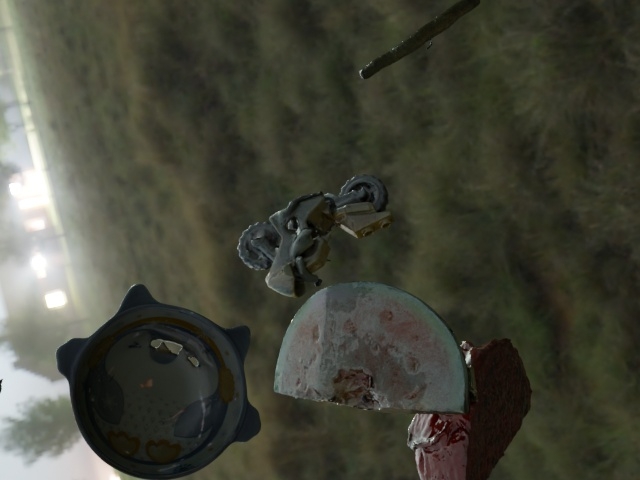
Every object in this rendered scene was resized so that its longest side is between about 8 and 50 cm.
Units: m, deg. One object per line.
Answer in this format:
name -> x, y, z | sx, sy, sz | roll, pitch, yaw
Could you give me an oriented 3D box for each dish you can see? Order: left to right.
dish -> -0.188, 0.172, 1.280 | 0.236, 0.228, 0.086 | 46, 162, -5

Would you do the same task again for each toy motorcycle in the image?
toy motorcycle -> 0.000, 0.000, 1.501 | 0.094, 0.229, 0.129 | 55, -169, -58

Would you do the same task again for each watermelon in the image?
watermelon -> 0.097, 0.167, 1.618 | 0.175, 0.322, 0.188 | 24, -106, -65

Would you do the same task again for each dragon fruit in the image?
dragon fruit -> 0.221, 0.256, 1.731 | 0.152, 0.317, 0.205 | 5, 113, 29

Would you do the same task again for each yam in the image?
yam -> 0.153, -0.306, 1.613 | 0.027, 0.234, 0.029 | 39, 158, 42

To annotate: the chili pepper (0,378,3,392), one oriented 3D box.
chili pepper -> -0.402, 0.171, 1.222 | 0.182, 0.073, 0.050 | -26, 78, 65
